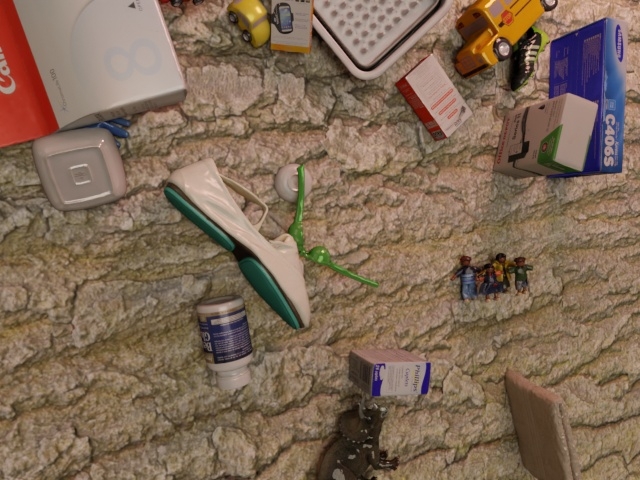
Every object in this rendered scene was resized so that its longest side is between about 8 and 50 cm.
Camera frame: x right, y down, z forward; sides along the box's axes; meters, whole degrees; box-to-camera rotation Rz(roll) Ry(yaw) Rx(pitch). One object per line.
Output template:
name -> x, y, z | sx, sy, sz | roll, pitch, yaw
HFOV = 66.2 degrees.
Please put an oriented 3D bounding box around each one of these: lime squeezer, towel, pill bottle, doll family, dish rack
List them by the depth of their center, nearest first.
pill bottle -> -0.184, 0.200, 0.968 | 0.094, 0.094, 0.169 | -11, 96, -18
dish rack -> 0.082, -0.534, 1.015 | 0.285, 0.072, 0.333 | -43, 105, 0
lime squeezer -> 0.000, 0.000, 1.039 | 0.110, 0.059, 0.310 | -36, 103, -12
doll family -> 0.412, 0.083, 1.181 | 0.193, 0.076, 0.111 | -11, 101, -15
towel -> 0.540, 0.472, 1.183 | 0.049, 0.187, 0.282 | -17, 99, -13

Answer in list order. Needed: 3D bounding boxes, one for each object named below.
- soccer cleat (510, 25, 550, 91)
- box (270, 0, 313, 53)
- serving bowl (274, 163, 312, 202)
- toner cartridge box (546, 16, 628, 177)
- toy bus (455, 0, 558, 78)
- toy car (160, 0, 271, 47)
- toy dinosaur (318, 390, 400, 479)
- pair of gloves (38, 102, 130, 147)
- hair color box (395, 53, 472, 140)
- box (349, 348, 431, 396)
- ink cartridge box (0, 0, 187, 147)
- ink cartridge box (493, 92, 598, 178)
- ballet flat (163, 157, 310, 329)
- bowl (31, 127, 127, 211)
soccer cleat -> 0.493, -0.441, 1.194 | 0.072, 0.060, 0.179 | 31, 76, -8
box -> -0.056, -0.446, 0.970 | 0.081, 0.028, 0.136 | 9, 119, 6
serving bowl -> -0.054, -0.121, 1.032 | 0.083, 0.027, 0.083 | -1, 92, -20
toner cartridge box -> 0.641, -0.331, 1.191 | 0.075, 0.165, 0.348 | 0, 93, -20
toy bus -> 0.433, -0.531, 1.137 | 0.333, 0.108, 0.130 | -47, 105, -11
toy car -> -0.178, -0.519, 0.940 | 0.239, 0.053, 0.225 | 16, 81, -32
toy dinosaur -> 0.065, 0.491, 1.076 | 0.160, 0.121, 0.314 | 34, 87, -5
pair of gloves -> -0.406, -0.275, 0.906 | 0.159, 0.023, 0.198 | 29, 84, -18
hair color box -> 0.258, -0.322, 1.117 | 0.093, 0.053, 0.167 | -43, 104, -13
box -> 0.148, 0.285, 1.070 | 0.137, 0.126, 0.072 | 3, 90, -19
ink cartridge box -> -0.460, -0.348, 0.830 | 0.384, 0.091, 0.308 | -19, 96, -14
ink cartridge box -> 0.506, -0.230, 1.126 | 0.086, 0.208, 0.153 | 14, 87, -16
ballet flat -> -0.127, -0.001, 0.967 | 0.139, 0.139, 0.400 | -44, 102, -12
bowl -> -0.424, -0.121, 0.872 | 0.142, 0.053, 0.142 | -16, 116, -20
